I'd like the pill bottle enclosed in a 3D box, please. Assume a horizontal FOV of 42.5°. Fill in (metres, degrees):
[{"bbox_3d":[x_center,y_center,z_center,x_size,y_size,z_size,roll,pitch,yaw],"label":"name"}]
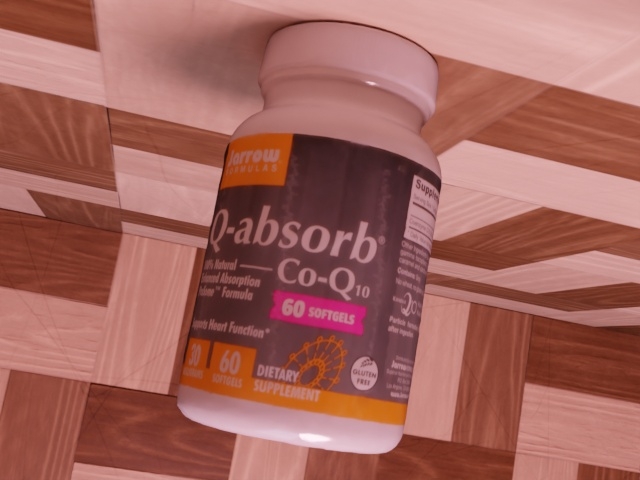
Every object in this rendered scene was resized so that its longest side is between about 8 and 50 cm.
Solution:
[{"bbox_3d":[0.000,0.000,0.590,0.162,0.278,0.162,9,171,1],"label":"pill bottle"}]
